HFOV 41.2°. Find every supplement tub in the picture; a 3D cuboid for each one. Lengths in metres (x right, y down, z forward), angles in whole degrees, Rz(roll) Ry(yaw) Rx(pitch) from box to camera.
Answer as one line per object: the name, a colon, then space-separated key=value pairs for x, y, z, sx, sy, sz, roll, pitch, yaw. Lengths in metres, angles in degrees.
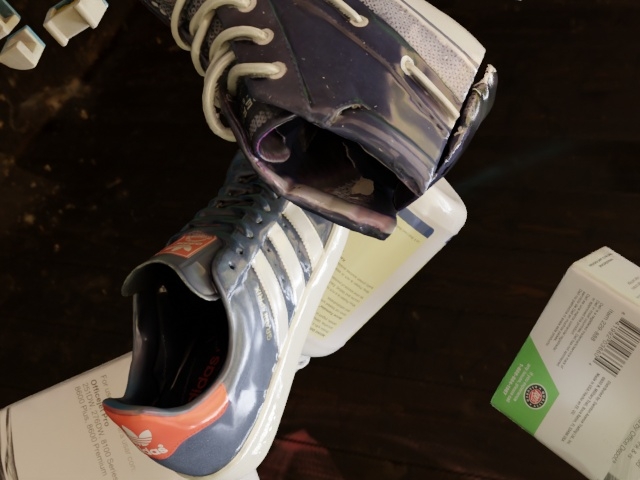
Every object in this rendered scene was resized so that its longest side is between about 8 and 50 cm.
supplement tub: x=0.000 y=0.000 z=1.105 sx=0.325 sy=0.235 sz=0.235 roll=-46 pitch=-135 yaw=14

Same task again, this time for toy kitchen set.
toy kitchen set: x=-0.433 y=-0.376 z=1.213 sx=0.166 sy=0.207 sz=0.122 roll=-25 pitch=-142 yaw=19

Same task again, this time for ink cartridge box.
ink cartridge box: x=-0.294 y=0.276 z=0.936 sx=0.394 sy=0.285 sz=0.166 roll=-24 pitch=-106 yaw=3
ink cartridge box: x=0.373 y=0.177 z=0.955 sx=0.289 sy=0.211 sz=0.121 roll=37 pitch=-150 yaw=25

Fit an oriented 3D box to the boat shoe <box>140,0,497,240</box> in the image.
boat shoe: x=-0.045 y=-0.139 z=0.553 sx=0.340 sy=0.127 sz=0.158 roll=30 pitch=-134 yaw=-3

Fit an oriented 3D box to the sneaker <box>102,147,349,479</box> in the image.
sneaker: x=-0.075 y=0.011 z=0.696 sx=0.131 sy=0.148 sz=0.350 roll=-5 pitch=-119 yaw=33
